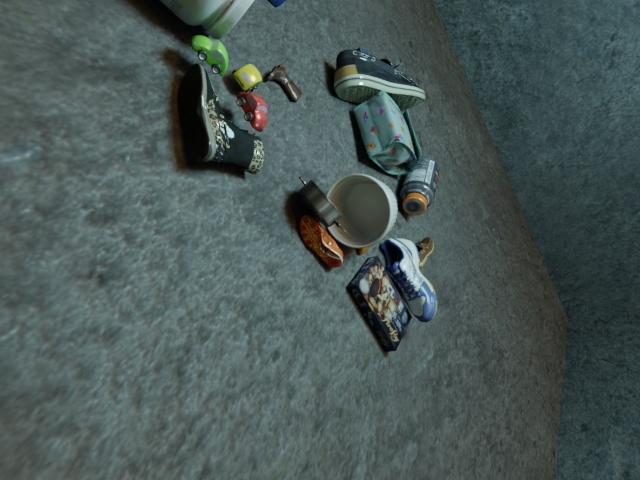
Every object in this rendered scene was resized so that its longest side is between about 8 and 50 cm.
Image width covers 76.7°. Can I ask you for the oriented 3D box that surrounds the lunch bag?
[{"bbox_3d":[0.260,-0.376,1.474,0.262,0.160,0.224,16,55,-53],"label":"lunch bag"}]

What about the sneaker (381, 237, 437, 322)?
[{"bbox_3d":[0.274,0.126,1.314,0.130,0.112,0.297,12,49,-39],"label":"sneaker"}]

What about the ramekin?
[{"bbox_3d":[0.122,-0.086,1.161,0.109,0.207,0.207,-14,85,-60],"label":"ramekin"}]

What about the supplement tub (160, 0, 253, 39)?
[{"bbox_3d":[-0.298,-0.633,0.872,0.324,0.235,0.236,35,51,-35],"label":"supplement tub"}]

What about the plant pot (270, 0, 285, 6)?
[{"bbox_3d":[-0.111,-0.904,1.203,0.236,0.212,0.236,37,50,-42],"label":"plant pot"}]

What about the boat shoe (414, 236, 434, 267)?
[{"bbox_3d":[0.374,0.034,1.504,0.060,0.064,0.178,59,43,-16],"label":"boat shoe"}]

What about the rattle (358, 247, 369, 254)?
[{"bbox_3d":[0.122,-0.078,1.288,0.200,0.142,0.130,50,8,0],"label":"rattle"}]

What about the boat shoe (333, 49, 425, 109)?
[{"bbox_3d":[0.235,-0.591,1.519,0.500,0.186,0.156,-5,84,-45],"label":"boat shoe"}]

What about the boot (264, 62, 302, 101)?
[{"bbox_3d":[-0.103,-0.449,1.182,0.114,0.037,0.106,55,43,-25],"label":"boot"}]

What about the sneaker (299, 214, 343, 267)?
[{"bbox_3d":[0.000,0.000,1.103,0.175,0.064,0.067,55,19,-23],"label":"sneaker"}]

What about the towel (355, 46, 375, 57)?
[{"bbox_3d":[0.189,-0.732,1.642,0.119,0.029,0.067,6,70,-49],"label":"towel"}]

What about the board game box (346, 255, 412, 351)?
[{"bbox_3d":[0.186,0.190,1.237,0.243,0.042,0.165,59,40,-13],"label":"board game box"}]

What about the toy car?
[{"bbox_3d":[-0.206,-0.397,0.954,0.225,0.053,0.239,38,30,-45],"label":"toy car"}]

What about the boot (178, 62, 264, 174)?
[{"bbox_3d":[-0.225,-0.269,0.933,0.178,0.085,0.237,11,62,-54],"label":"boot"}]

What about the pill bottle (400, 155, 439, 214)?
[{"bbox_3d":[0.381,-0.207,1.563,0.130,0.130,0.246,47,45,-25],"label":"pill bottle"}]

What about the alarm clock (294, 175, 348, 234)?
[{"bbox_3d":[0.009,-0.081,1.077,0.192,0.064,0.129,47,1,18],"label":"alarm clock"}]
